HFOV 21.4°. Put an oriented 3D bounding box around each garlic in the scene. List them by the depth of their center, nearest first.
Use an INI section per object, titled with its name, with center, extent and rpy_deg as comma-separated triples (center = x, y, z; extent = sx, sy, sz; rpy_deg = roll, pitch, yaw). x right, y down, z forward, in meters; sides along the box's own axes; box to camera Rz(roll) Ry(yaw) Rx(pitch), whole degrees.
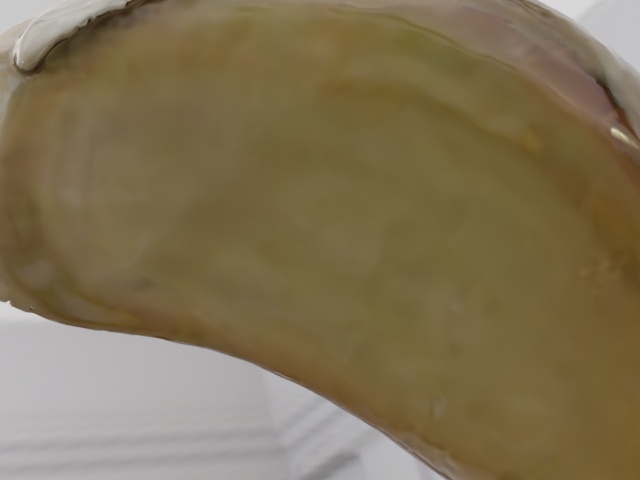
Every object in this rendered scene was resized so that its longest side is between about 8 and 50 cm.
[garlic]
center = -0.006, -0.016, 0.581
extent = 0.338, 0.196, 0.151
rpy_deg = 22, -26, -6
